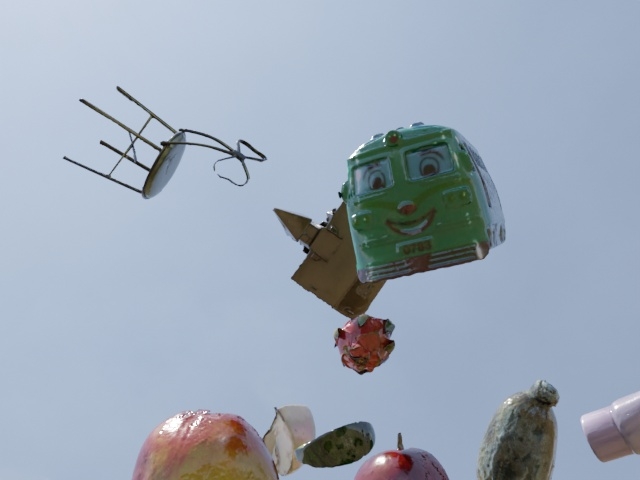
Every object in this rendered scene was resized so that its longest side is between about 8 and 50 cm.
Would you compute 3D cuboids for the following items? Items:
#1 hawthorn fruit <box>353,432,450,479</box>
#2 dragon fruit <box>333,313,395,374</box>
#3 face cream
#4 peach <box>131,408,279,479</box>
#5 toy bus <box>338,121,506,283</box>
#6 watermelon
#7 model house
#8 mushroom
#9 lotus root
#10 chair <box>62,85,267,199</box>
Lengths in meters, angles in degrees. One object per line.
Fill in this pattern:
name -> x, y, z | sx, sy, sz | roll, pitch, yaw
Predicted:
hawthorn fruit -> 0.103, 0.332, 0.769 | 0.148, 0.171, 0.148 | -5, -26, -3
dragon fruit -> 0.071, 0.147, 0.897 | 0.116, 0.081, 0.086 | -32, -36, -43
face cream -> 0.613, 0.312, 1.077 | 0.274, 0.096, 0.154 | -31, -79, 26
peach -> -0.160, 0.353, 0.836 | 0.231, 0.231, 0.230 | -6, -50, -8
toy bus -> 0.158, -0.056, 0.880 | 0.184, 0.343, 0.199 | -13, -92, 19
watermelon -> 0.043, 0.443, 1.287 | 0.182, 0.075, 0.092 | -14, -30, -15
model house -> 0.000, 0.000, 1.134 | 0.248, 0.176, 0.180 | 36, -91, -30
mushroom -> -0.074, 0.640, 1.883 | 0.173, 0.162, 0.236 | 0, -53, -37
lotus root -> 0.471, 0.492, 1.439 | 0.175, 0.175, 0.349 | 19, -92, -26
chair -> -0.287, -0.149, 1.130 | 0.326, 0.159, 0.170 | 29, -64, -1
